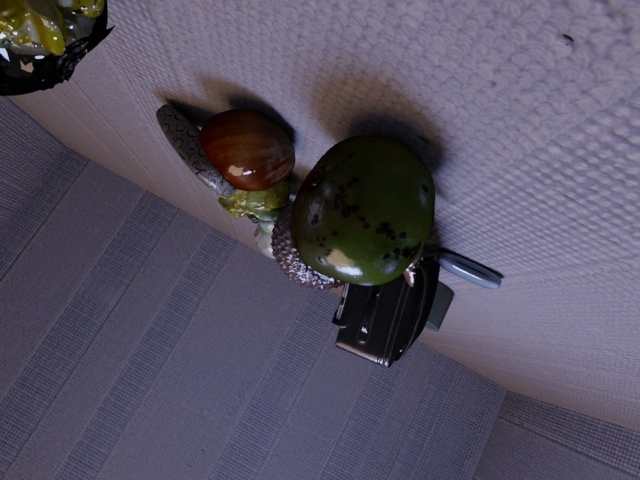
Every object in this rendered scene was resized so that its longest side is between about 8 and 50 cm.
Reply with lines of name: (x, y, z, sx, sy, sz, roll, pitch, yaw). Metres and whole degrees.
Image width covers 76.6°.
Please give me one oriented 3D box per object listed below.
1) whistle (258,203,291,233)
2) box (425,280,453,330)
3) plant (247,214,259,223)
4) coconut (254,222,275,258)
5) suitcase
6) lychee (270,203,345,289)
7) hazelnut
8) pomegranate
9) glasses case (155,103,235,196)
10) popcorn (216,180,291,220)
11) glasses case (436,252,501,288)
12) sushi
whistle: (-0.147, -0.091, 1.352, 0.258, 0.126, 0.067, -114, 5, -59)
box: (0.365, 0.222, 1.518, 0.226, 0.149, 0.226, 27, 167, 7)
plant: (-0.249, -0.095, 1.779, 0.175, 0.087, 0.085, 20, 136, 15)
coconut: (-0.143, -0.020, 1.438, 0.160, 0.162, 0.161, 60, -174, -10)
suitcase: (0.194, 0.165, 1.101, 0.194, 0.282, 0.434, 17, -173, 23)
lychee: (0.001, -0.004, 1.176, 0.300, 0.299, 0.300, 27, 167, 7)
hazelnut: (-0.164, -0.213, 0.953, 0.181, 0.181, 0.212, 56, -178, 32)
pomegranate: (0.104, -0.028, 0.760, 0.323, 0.290, 0.291, 43, 166, -7)
glasses case: (-0.342, -0.250, 1.108, 0.354, 0.085, 0.137, 50, -175, 29)
popcorn: (-0.200, -0.151, 1.204, 0.222, 0.183, 0.204, 11, -177, 11)
glasses case: (0.408, 0.084, 1.119, 0.179, 0.045, 0.067, 27, 167, 13)
sushi: (-0.484, -0.391, 0.568, 0.328, 0.328, 0.285, 43, 167, -32)
